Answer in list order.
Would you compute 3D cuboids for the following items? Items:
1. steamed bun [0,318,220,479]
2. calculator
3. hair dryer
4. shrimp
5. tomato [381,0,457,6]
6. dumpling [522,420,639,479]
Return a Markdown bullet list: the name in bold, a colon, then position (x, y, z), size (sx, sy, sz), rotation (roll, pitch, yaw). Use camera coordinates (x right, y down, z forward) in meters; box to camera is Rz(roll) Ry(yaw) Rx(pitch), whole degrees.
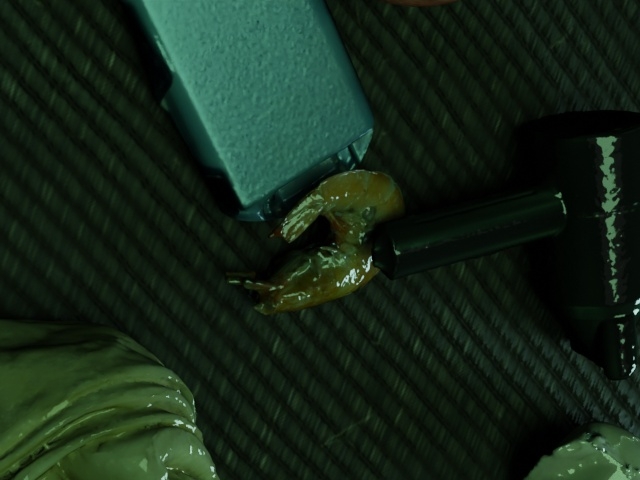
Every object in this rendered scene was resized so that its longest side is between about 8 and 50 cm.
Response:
- **steamed bun**: position (-0.197, 0.222, 1.382), size (0.276, 0.203, 0.289), rotation (4, 100, -28)
- **calculator**: position (-0.063, -0.154, 1.459), size (0.173, 0.051, 0.293), rotation (-32, 113, -16)
- **hair dryer**: position (0.180, 0.025, 1.584), size (0.302, 0.116, 0.244), rotation (-13, 106, -25)
- **shrimp**: position (-0.002, -0.001, 1.513), size (0.187, 0.051, 0.132), rotation (-31, 127, -27)
- **tomato**: position (0.072, -0.301, 1.399), size (0.188, 0.232, 0.232), rotation (-18, 109, -37)
- **dumpling**: position (0.274, 0.246, 1.695), size (0.188, 0.108, 0.127), rotation (20, 115, -46)
